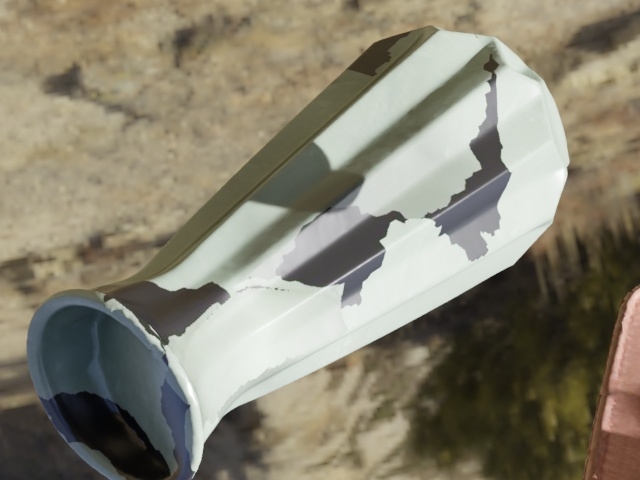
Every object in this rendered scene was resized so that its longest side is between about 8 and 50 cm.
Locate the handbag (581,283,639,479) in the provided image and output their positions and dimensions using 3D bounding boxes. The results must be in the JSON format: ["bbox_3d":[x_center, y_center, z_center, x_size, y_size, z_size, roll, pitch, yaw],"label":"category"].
[{"bbox_3d":[0.178,0.067,0.397,0.212,0.059,0.157,4,-161,15],"label":"handbag"}]

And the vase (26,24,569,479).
[{"bbox_3d":[0.000,0.000,0.884,0.165,0.165,0.360,-22,-171,46],"label":"vase"}]
